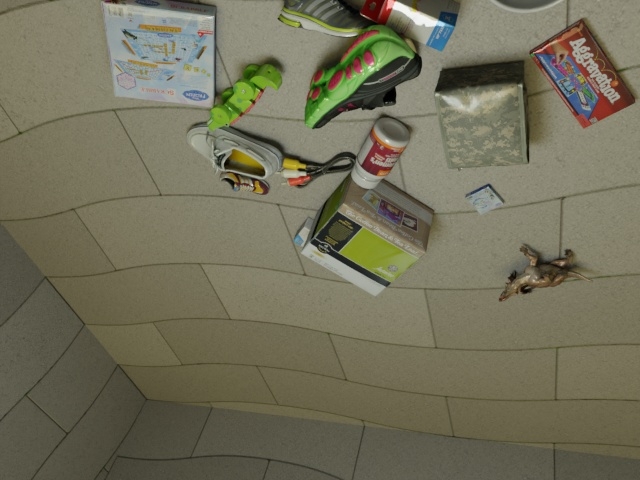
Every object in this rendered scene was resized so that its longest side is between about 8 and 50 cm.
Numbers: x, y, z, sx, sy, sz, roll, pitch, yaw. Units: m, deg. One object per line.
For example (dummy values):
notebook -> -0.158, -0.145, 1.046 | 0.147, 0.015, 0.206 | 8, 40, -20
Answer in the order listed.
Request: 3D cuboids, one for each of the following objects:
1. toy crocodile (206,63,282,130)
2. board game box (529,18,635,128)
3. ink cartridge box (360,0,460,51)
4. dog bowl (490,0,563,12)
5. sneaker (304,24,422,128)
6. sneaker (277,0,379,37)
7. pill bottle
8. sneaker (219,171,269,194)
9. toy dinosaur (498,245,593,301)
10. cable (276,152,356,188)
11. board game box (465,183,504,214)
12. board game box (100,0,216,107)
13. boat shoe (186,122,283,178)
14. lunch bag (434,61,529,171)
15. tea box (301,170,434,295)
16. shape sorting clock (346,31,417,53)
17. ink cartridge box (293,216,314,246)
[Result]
toy crocodile -> -0.250, -0.446, 1.811 | 0.105, 0.115, 0.341 | 39, 134, -21
board game box -> 0.698, -0.435, 1.523 | 0.281, 0.027, 0.145 | 42, 132, -22
ink cartridge box -> 0.230, -0.589, 1.463 | 0.231, 0.134, 0.078 | 23, 139, -3
dog bowl -> 0.478, -0.660, 1.287 | 0.265, 0.104, 0.264 | 4, 135, 4
sneaker -> 0.100, -0.412, 1.600 | 0.202, 0.185, 0.483 | 18, 166, -25
sneaker -> 0.029, -0.616, 1.523 | 0.300, 0.111, 0.121 | 15, 119, 13
pill bottle -> 0.185, -0.272, 1.819 | 0.121, 0.121, 0.221 | 25, 137, -5
sneaker -> -0.281, -0.202, 2.099 | 0.186, 0.083, 0.069 | 24, 138, -4
toy dinosaur -> 0.781, 0.130, 2.016 | 0.296, 0.127, 0.200 | 0, 143, 4
cable -> -0.014, -0.230, 1.973 | 0.288, 0.072, 0.139 | 2, 131, 21
board game box -> 0.544, -0.136, 1.897 | 0.090, 0.020, 0.090 | -28, 119, 39
board game box -> -0.480, -0.572, 1.750 | 0.319, 0.065, 0.318 | 6, 138, -7
boat shoe -> -0.321, -0.286, 1.941 | 0.367, 0.156, 0.135 | 23, 130, 14
lunch bag -> 0.462, -0.334, 1.616 | 0.236, 0.168, 0.286 | -1, 129, 22
tea box -> 0.163, -0.028, 2.008 | 0.329, 0.219, 0.323 | 31, 138, -12
shape sorting clock -> 0.173, -0.526, 1.619 | 0.206, 0.040, 0.206 | 14, 140, 12
ink cartridge box -> 0.000, 0.000, 2.216 | 0.181, 0.061, 0.104 | 30, 137, -10
